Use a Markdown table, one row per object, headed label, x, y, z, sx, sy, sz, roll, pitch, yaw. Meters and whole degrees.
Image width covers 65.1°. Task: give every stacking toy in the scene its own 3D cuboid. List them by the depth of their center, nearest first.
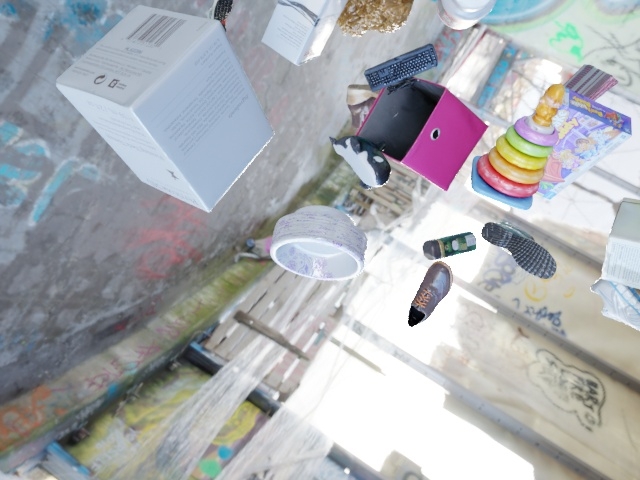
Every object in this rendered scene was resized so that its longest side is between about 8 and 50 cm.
| label | x | y | z | sx | sy | sz | roll | pitch | yaw |
| --- | --- | --- | --- | --- | --- | --- | --- | --- | --- |
| stacking toy | 0.495 | -0.236 | 1.195 | 0.175 | 0.166 | 0.301 | -69 | 178 | -47 |

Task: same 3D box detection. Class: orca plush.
| label | x | y | z | sx | sy | sz | roll | pitch | yaw |
| --- | --- | --- | --- | --- | --- | --- | --- | --- | --- |
| orca plush | 0.128 | -0.224 | 1.336 | 0.102 | 0.151 | 0.287 | -25 | -161 | -9 |

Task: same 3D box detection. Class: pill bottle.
| label | x | y | z | sx | sy | sz | roll | pitch | yaw |
| --- | --- | --- | --- | --- | --- | --- | --- | --- | --- |
| pill bottle | 0.473 | -0.790 | 1.615 | 0.176 | 0.176 | 0.318 | -63 | 180 | 19 |

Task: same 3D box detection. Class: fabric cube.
| label | x | y | z | sx | sy | sz | roll | pitch | yaw |
| --- | --- | --- | --- | --- | --- | --- | --- | --- | --- |
| fabric cube | 0.322 | -0.349 | 1.614 | 0.258 | 0.259 | 0.254 | 22 | 103 | -41 |

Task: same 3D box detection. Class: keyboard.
| label | x | y | z | sx | sy | sz | roll | pitch | yaw |
| --- | --- | --- | --- | --- | --- | --- | --- | --- | --- |
| keyboard | 0.220 | -0.442 | 1.335 | 0.100 | 0.192 | 0.038 | 49 | 33 | -45 |

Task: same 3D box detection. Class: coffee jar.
| label | x | y | z | sx | sy | sz | roll | pitch | yaw |
| --- | --- | --- | --- | --- | --- | --- | --- | --- | --- |
| coffee jar | 0.470 | 0.021 | 1.838 | 0.096 | 0.185 | 0.078 | 180 | -102 | -78 |

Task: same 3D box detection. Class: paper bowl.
| label | x | y | z | sx | sy | sz | roll | pitch | yaw |
| --- | --- | --- | --- | --- | --- | --- | --- | --- | --- |
| paper bowl | 0.000 | 0.000 | 1.503 | 0.284 | 0.285 | 0.148 | 95 | 6 | -64 |

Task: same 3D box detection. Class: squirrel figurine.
| label | x | y | z | sx | sy | sz | roll | pitch | yaw |
| --- | --- | --- | --- | --- | --- | --- | --- | --- | --- |
| squirrel figurine | 0.169 | -0.946 | 1.799 | 0.281 | 0.371 | 0.396 | -61 | 168 | -83 |

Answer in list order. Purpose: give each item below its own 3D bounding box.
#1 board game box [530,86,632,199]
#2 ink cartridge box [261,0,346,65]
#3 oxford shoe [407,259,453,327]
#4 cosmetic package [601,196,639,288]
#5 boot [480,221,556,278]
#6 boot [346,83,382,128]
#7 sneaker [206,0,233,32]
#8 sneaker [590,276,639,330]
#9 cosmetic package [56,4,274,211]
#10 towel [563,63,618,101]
| label | x | y | z | sx | sy | sz | roll | pitch | yaw |
| --- | --- | --- | --- | --- | --- | --- | --- | --- | --- |
| board game box | 0.716 | -0.285 | 1.536 | 0.347 | 0.234 | 0.078 | 120 | -9 | -59 |
| ink cartridge box | -0.015 | -0.676 | 1.411 | 0.307 | 0.129 | 0.223 | -57 | 180 | 33 |
| oxford shoe | 0.352 | 0.182 | 1.627 | 0.098 | 0.097 | 0.271 | -38 | 150 | -45 |
| cosmetic package | 0.725 | 0.036 | 0.957 | 0.113 | 0.310 | 0.160 | -56 | 144 | -24 |
| boot | 0.836 | 0.020 | 2.045 | 0.223 | 0.338 | 0.118 | -4 | 131 | -50 |
| boot | 0.228 | -0.541 | 2.062 | 0.090 | 0.249 | 0.206 | -61 | 153 | -30 |
| sneaker | -0.295 | -0.647 | 1.418 | 0.057 | 0.075 | 0.161 | -23 | 156 | -33 |
| sneaker | 0.675 | 0.159 | 1.105 | 0.071 | 0.190 | 0.083 | -5 | 148 | -46 |
| cosmetic package | -0.396 | -0.354 | 1.367 | 0.327 | 0.330 | 0.393 | -55 | 147 | -19 |
| towel | 0.924 | -0.521 | 1.826 | 0.237 | 0.037 | 0.329 | -47 | -171 | 28 |
